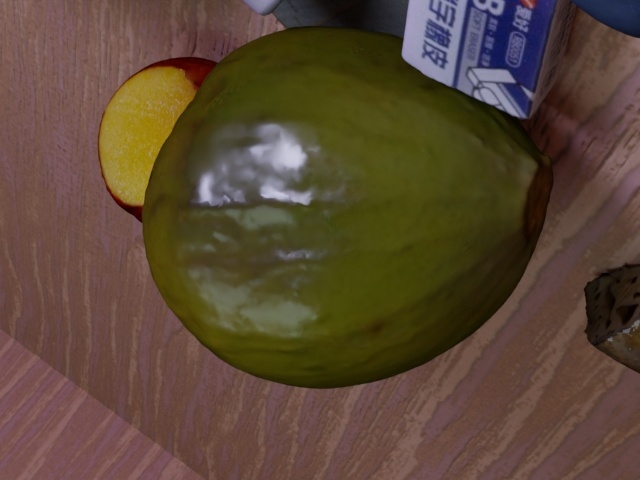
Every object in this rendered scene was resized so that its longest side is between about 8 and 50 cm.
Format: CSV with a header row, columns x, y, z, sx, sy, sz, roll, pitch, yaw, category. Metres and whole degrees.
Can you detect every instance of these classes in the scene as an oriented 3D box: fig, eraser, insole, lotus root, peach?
x,y,z,sx,sy,sz,roll,pitch,yaw,category
0.031,-0.025,1.453,0.343,0.343,0.343,31,157,15,fig
0.134,-0.198,1.270,0.124,0.068,0.210,30,151,15,eraser
0.060,-0.208,1.450,0.348,0.009,0.119,6,142,52,insole
0.313,0.085,1.535,0.135,0.095,0.159,35,163,-2,lotus root
-0.141,-0.099,1.731,0.190,0.190,0.192,35,174,6,peach

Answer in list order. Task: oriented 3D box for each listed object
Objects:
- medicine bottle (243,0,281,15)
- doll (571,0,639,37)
x,y,z,sx,sy,sz,roll,pitch,yaw,category
-0.084,-0.284,1.397,0.187,0.103,0.103,40,158,-6,medicine bottle
0.190,-0.242,1.039,0.258,0.154,0.228,38,155,-17,doll
